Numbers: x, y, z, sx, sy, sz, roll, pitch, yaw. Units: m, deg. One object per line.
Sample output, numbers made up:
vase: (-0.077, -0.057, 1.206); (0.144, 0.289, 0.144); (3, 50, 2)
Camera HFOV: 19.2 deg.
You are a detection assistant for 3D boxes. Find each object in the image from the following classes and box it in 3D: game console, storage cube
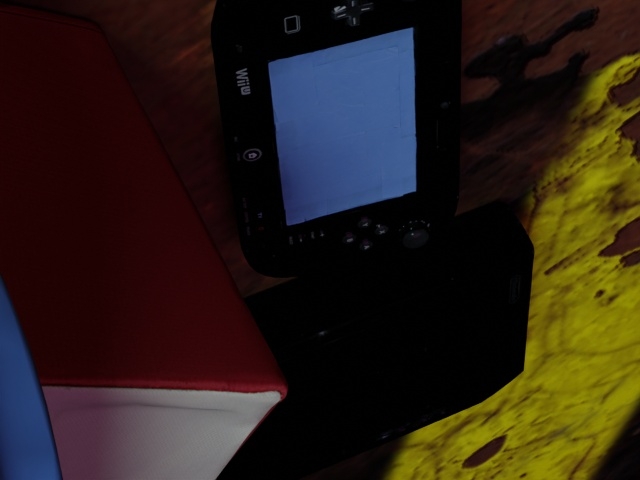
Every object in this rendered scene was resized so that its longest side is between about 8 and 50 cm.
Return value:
game console: (0.000, 0.000, 0.880); (0.213, 0.044, 0.361); (-22, 144, -12)
storage cube: (-0.158, 0.037, 0.679); (0.215, 0.193, 0.183); (6, 132, -40)

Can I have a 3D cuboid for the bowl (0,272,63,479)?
bowl: (-0.228, 0.089, 0.534); (0.391, 0.391, 0.077); (-50, 159, 27)
